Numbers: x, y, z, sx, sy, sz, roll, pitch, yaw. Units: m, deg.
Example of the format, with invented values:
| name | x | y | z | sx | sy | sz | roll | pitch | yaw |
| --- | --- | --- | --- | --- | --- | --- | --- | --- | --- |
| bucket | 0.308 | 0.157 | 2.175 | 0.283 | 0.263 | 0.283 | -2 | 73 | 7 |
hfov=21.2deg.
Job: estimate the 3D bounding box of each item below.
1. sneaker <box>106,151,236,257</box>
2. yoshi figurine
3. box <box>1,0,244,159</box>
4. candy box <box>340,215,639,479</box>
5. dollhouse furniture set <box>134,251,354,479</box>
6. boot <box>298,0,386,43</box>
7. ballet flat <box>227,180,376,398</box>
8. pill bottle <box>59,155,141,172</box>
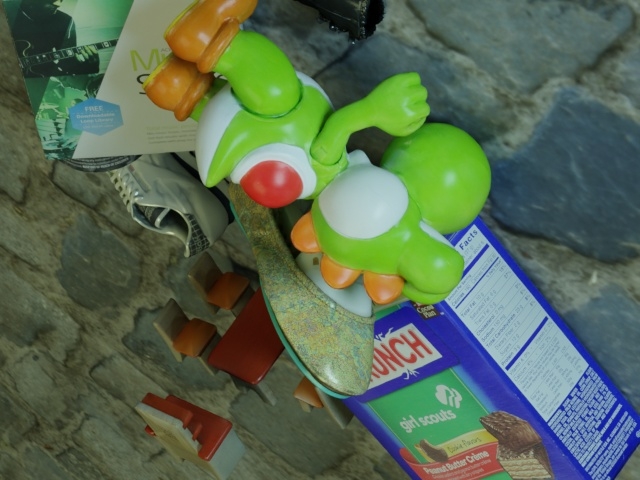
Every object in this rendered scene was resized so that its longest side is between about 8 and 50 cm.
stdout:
| name | x | y | z | sx | sy | sz | roll | pitch | yaw |
| --- | --- | --- | --- | --- | --- | --- | --- | --- | --- |
| sneaker | -0.208 | -0.077 | 2.034 | 0.235 | 0.095 | 0.090 | 36 | 152 | 16 |
| yoshi figurine | 0.020 | -0.102 | 1.646 | 0.362 | 0.203 | 0.203 | 43 | 107 | 3 |
| box | -0.194 | -0.212 | 1.740 | 0.232 | 0.058 | 0.322 | -4 | 139 | 2 |
| candy box | 0.149 | 0.145 | 1.843 | 0.317 | 0.122 | 0.268 | 50 | 146 | -12 |
| dollhouse furniture set | -0.093 | 0.142 | 2.013 | 0.262 | 0.259 | 0.135 | 19 | 153 | 34 |
| boot | 0.009 | -0.242 | 1.590 | 0.099 | 0.045 | 0.121 | 34 | 157 | 21 |
| ballet flat | -0.009 | 0.012 | 1.749 | 0.348 | 0.123 | 0.123 | -115 | 4 | -50 |
| pill bottle | -0.261 | -0.200 | 1.896 | 0.130 | 0.130 | 0.245 | 28 | 148 | 25 |
